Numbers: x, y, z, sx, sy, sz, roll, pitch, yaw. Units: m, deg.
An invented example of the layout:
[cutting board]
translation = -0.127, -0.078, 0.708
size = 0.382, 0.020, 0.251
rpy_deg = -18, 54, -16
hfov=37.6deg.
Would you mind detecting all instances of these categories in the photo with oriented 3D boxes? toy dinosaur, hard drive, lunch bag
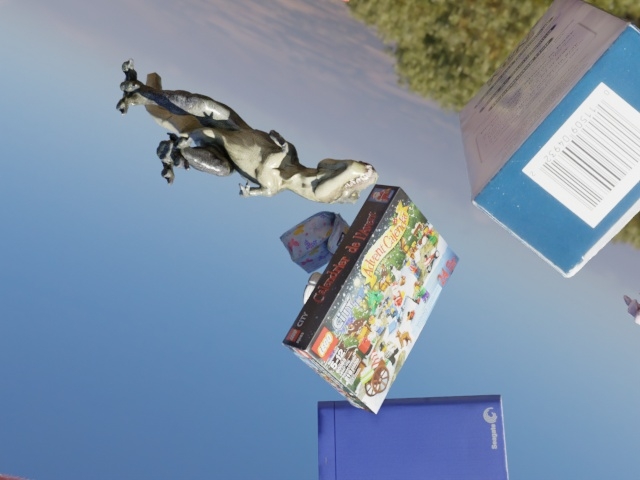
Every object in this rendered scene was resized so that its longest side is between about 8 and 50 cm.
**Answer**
[toy dinosaur]
translation = -0.086, -0.080, 0.694
size = 0.268, 0.064, 0.118
rpy_deg = 31, -166, 35
[hard drive]
translation = 0.156, 0.376, 1.609
size = 0.319, 0.210, 0.040
rpy_deg = -3, 159, 5
[lunch bag]
translation = 0.000, 0.000, 1.222
size = 0.053, 0.083, 0.071
rpy_deg = 58, -175, 22

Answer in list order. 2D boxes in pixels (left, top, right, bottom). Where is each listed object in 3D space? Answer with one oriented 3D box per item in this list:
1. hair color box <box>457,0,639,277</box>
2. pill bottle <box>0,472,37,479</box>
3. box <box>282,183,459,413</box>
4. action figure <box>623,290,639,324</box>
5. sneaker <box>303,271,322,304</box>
[hair color box]
translation = 0.220, -0.113, 0.843
size = 0.105, 0.174, 0.347
rpy_deg = 38, -162, -7
[pill bottle]
translation = -0.223, 0.390, 0.995
size = 0.408, 0.229, 0.229
rpy_deg = 16, -172, -15
[box]
translation = 0.068, 0.071, 1.146
size = 0.044, 0.233, 0.159
rpy_deg = 11, 154, 45
[action figure]
translation = 0.474, -0.003, 0.990
size = 0.276, 0.248, 0.370
rpy_deg = 9, -160, 20
[sneaker]
translation = 0.050, 0.126, 1.444
size = 0.094, 0.081, 0.208
rpy_deg = 5, 152, 28
